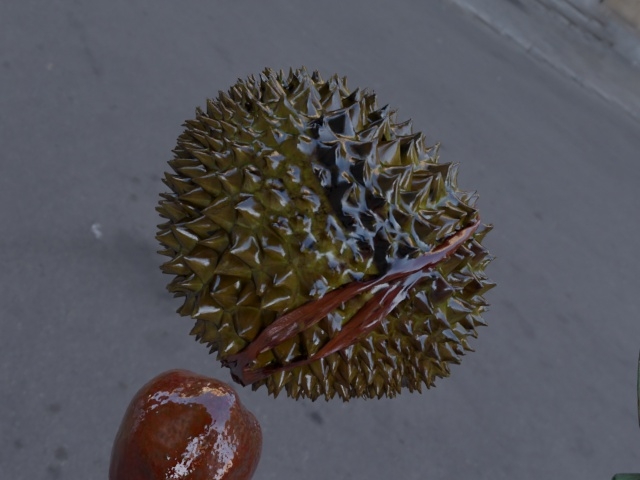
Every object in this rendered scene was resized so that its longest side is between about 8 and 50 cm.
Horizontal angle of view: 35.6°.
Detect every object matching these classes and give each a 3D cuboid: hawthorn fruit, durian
[{"bbox_3d":[-0.208,0.315,1.404,0.210,0.210,0.262,37,51,0],"label":"hawthorn fruit"},{"bbox_3d":[0.003,-0.002,1.040,0.384,0.348,0.347,35,22,17],"label":"durian"}]

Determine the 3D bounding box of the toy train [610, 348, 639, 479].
[{"bbox_3d":[0.296,0.106,0.529,0.116,0.285,0.177,40,51,-45],"label":"toy train"}]
